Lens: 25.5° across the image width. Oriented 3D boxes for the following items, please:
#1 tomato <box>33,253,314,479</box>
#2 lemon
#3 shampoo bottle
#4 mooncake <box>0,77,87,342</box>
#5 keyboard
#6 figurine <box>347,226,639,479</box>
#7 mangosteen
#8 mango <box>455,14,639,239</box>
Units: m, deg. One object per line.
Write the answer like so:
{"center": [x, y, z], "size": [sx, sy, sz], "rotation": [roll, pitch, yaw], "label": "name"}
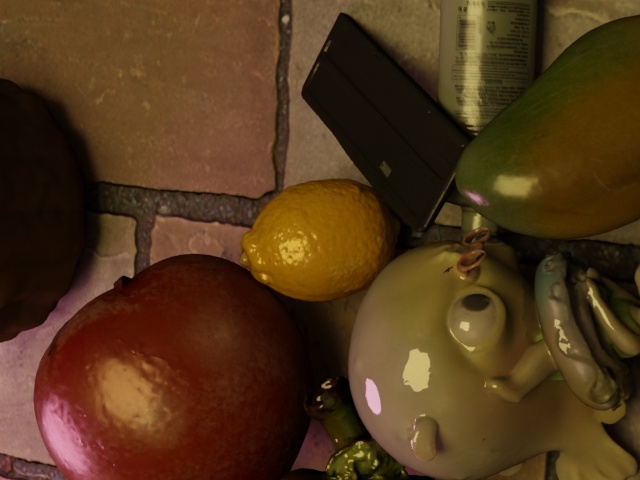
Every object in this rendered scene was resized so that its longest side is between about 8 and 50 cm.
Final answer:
{"center": [-0.129, 0.148, 1.341], "size": [0.264, 0.265, 0.265], "rotation": [3, 96, 35], "label": "tomato"}
{"center": [0.000, 0.000, 1.312], "size": [0.114, 0.155, 0.114], "rotation": [171, 90, -80], "label": "lemon"}
{"center": [0.144, -0.114, 1.233], "size": [0.085, 0.085, 0.263], "rotation": [6, 98, 35], "label": "shampoo bottle"}
{"center": [-0.411, -0.031, 1.572], "size": [0.324, 0.187, 0.324], "rotation": [2, 93, 36], "label": "mooncake"}
{"center": [0.071, -0.086, 1.225], "size": [0.103, 0.041, 0.381], "rotation": [-62, 29, 20], "label": "keyboard"}
{"center": [0.227, 0.091, 1.156], "size": [0.394, 0.227, 0.275], "rotation": [-21, 117, 21], "label": "figurine"}
{"center": [0.049, 0.263, 1.240], "size": [0.231, 0.231, 0.289], "rotation": [-5, 93, 35], "label": "mangosteen"}
{"center": [0.226, -0.088, 1.101], "size": [0.156, 0.251, 0.114], "rotation": [52, 162, 21], "label": "mango"}
